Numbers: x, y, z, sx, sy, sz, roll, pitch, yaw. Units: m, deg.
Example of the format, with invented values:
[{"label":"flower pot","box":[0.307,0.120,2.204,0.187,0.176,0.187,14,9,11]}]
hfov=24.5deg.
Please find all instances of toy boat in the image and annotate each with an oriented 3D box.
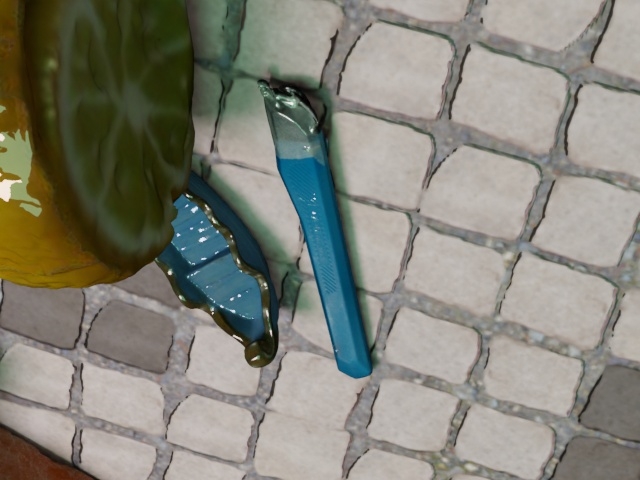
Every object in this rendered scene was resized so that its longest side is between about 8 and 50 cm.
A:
[{"label":"toy boat","box":[-0.093,0.019,1.158,0.075,0.077,0.185,-26,116,30]}]

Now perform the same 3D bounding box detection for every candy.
[{"label":"candy","box":[-0.169,-0.093,0.977,0.118,0.260,0.260,-5,125,23]}]

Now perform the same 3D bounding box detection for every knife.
[{"label":"knife","box":[0.001,-0.002,1.152,0.044,0.026,0.296,2,130,18]}]

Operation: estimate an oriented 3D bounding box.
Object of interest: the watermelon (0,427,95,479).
[{"label":"watermelon","box":[-0.267,0.290,1.402,0.256,0.140,0.193,16,126,-9]}]
